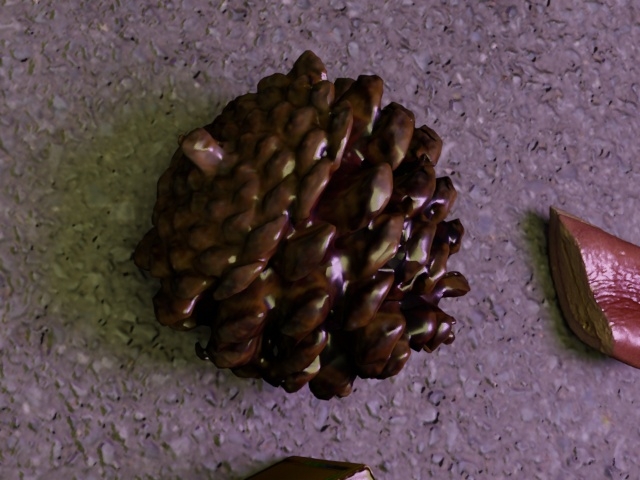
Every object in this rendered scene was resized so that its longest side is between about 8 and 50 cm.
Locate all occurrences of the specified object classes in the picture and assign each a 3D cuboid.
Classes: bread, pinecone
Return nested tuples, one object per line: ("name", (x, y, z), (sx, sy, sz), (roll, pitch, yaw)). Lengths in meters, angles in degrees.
("bread", (0.270, 0.054, 1.031), (0.192, 0.067, 0.119), (24, 67, -14))
("pinecone", (-0.011, 0.006, 0.872), (0.243, 0.243, 0.257), (-32, 112, -19))

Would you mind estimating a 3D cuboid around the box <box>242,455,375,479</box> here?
("box", (-0.108, 0.253, 0.817), (0.301, 0.193, 0.084), (-24, 89, -19))
